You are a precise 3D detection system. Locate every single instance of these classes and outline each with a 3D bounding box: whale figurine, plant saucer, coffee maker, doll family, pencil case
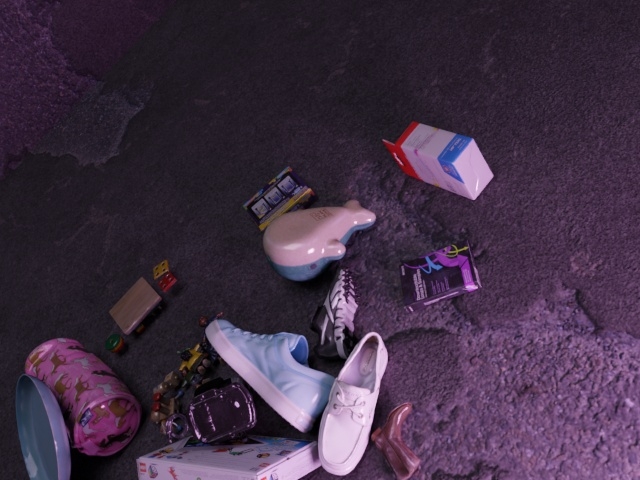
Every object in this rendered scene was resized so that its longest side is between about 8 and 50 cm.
[{"bbox_3d":[0.000,0.000,1.645,0.272,0.141,0.216,-26,37,-20],"label":"whale figurine"},{"bbox_3d":[-0.655,0.469,1.648,0.317,0.043,0.318,16,110,50],"label":"plant saucer"},{"bbox_3d":[-0.219,0.339,1.411,0.171,0.178,0.120,3,83,-8],"label":"coffee maker"},{"bbox_3d":[-0.279,0.261,1.653,0.111,0.076,0.193,19,63,50],"label":"doll family"},{"bbox_3d":[-0.598,0.378,1.729,0.386,0.167,0.160,24,105,47],"label":"pencil case"}]

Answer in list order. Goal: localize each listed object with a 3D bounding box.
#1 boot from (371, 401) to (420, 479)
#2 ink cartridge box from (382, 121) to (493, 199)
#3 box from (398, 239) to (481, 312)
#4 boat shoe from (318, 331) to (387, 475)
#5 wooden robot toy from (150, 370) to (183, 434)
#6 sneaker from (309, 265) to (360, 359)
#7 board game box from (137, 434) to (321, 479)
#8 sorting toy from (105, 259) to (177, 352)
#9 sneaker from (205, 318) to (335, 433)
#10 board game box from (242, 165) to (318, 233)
[{"bbox_3d":[0.153,0.364,1.257,0.106,0.037,0.114,-52,37,8],"label":"boot"},{"bbox_3d":[0.262,-0.188,1.580,0.078,0.134,0.231,-51,42,-10],"label":"ink cartridge box"},{"bbox_3d":[0.244,0.074,1.447,0.162,0.029,0.116,-24,44,21],"label":"box"},{"bbox_3d":[0.059,0.299,1.322,0.098,0.096,0.277,12,60,12],"label":"boat shoe"},{"bbox_3d":[-0.372,0.389,1.615,0.079,0.076,0.173,-35,40,24],"label":"wooden robot toy"},{"bbox_3d":[0.025,0.157,1.504,0.106,0.078,0.234,-15,49,23],"label":"sneaker"},{"bbox_3d":[-0.177,0.428,1.345,0.305,0.193,0.053,-6,90,34],"label":"board game box"},{"bbox_3d":[-0.489,0.178,1.898,0.274,0.046,0.132,-48,41,-8],"label":"sorting toy"},{"bbox_3d":[-0.100,0.250,1.486,0.150,0.135,0.366,-48,52,-9],"label":"sneaker"},{"bbox_3d":[-0.109,-0.102,1.853,0.170,0.048,0.141,-40,43,0],"label":"board game box"}]
